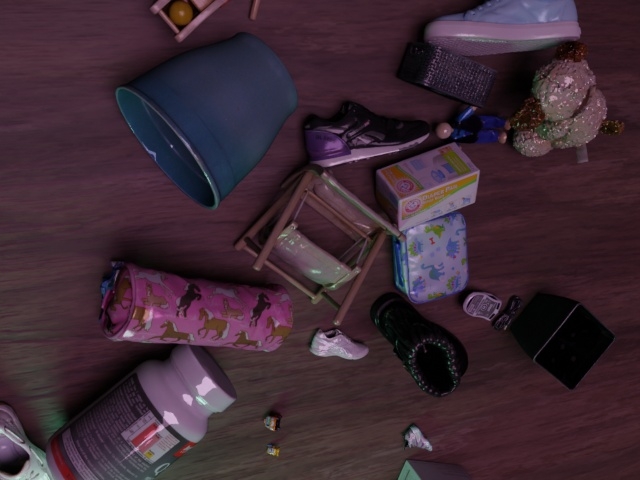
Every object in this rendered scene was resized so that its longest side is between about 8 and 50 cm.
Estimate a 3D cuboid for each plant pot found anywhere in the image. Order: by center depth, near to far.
[{"bbox_3d":[-0.189,-0.240,1.226,0.255,0.271,0.272,-42,118,-19],"label":"plant pot"},{"bbox_3d":[0.622,0.246,1.745,0.187,0.167,0.188,37,94,-28],"label":"plant pot"}]

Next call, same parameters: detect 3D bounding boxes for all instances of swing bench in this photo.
[{"bbox_3d":[0.000,0.000,1.428,0.253,0.165,0.255,38,89,-27],"label":"swing bench"}]

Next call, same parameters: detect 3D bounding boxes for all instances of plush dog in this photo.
[{"bbox_3d":[0.542,-0.309,1.466,0.225,0.210,0.262,25,98,-45],"label":"plush dog"}]

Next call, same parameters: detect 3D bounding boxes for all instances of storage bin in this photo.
[{"bbox_3d":[0.273,-0.356,1.421,0.180,0.122,0.084,13,104,-24],"label":"storage bin"}]

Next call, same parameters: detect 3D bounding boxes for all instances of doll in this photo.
[{"bbox_3d":[0.346,-0.259,1.516,0.189,0.046,0.129,-6,132,-21],"label":"doll"}]

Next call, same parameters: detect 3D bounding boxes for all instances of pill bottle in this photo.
[{"bbox_3d":[-0.371,0.385,1.397,0.363,0.210,0.210,-39,117,-3],"label":"pill bottle"}]

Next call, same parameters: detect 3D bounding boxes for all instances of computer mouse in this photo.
[{"bbox_3d":[0.438,0.170,1.720,0.193,0.042,0.106,22,105,-31],"label":"computer mouse"}]

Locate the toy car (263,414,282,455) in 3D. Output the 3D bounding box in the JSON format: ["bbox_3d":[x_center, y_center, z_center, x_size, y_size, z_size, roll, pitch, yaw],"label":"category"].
[{"bbox_3d":[-0.122,0.479,1.614,0.040,0.060,0.122,8,101,10],"label":"toy car"}]

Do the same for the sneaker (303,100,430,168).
[{"bbox_3d":[0.103,-0.243,1.412,0.283,0.107,0.124,-15,107,-15],"label":"sneaker"}]

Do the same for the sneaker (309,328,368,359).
[{"bbox_3d":[0.051,0.250,1.596,0.152,0.053,0.061,9,103,-22],"label":"sneaker"}]

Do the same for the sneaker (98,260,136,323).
[{"bbox_3d":[-0.432,0.106,1.364,0.059,0.053,0.144,24,90,-27],"label":"sneaker"}]

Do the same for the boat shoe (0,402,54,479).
[{"bbox_3d":[-0.641,0.475,1.391,0.098,0.096,0.277,-27,116,-10],"label":"boat shoe"}]

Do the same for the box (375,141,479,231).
[{"bbox_3d":[0.238,-0.121,1.482,0.203,0.114,0.103,-20,141,-12],"label":"box"}]

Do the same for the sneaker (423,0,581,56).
[{"bbox_3d":[0.385,-0.490,1.430,0.366,0.135,0.150,-7,89,-18],"label":"sneaker"}]

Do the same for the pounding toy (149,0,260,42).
[{"bbox_3d":[-0.164,-0.454,1.204,0.269,0.154,0.155,-43,117,-1],"label":"pounding toy"}]

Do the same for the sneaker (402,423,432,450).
[{"bbox_3d":[0.256,0.551,1.792,0.069,0.038,0.098,-39,108,-2],"label":"sneaker"}]

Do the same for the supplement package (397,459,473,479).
[{"bbox_3d":[0.334,0.755,1.765,0.199,0.262,0.198,15,103,-25],"label":"supplement package"}]

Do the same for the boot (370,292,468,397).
[{"bbox_3d":[0.278,0.284,1.576,0.348,0.260,0.131,36,93,-27],"label":"boot"}]

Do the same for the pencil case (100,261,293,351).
[{"bbox_3d":[-0.242,0.143,1.351,0.386,0.167,0.160,11,134,-35],"label":"pencil case"}]

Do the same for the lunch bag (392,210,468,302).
[{"bbox_3d":[0.258,0.032,1.573,0.176,0.090,0.219,-15,113,-16],"label":"lunch bag"}]
